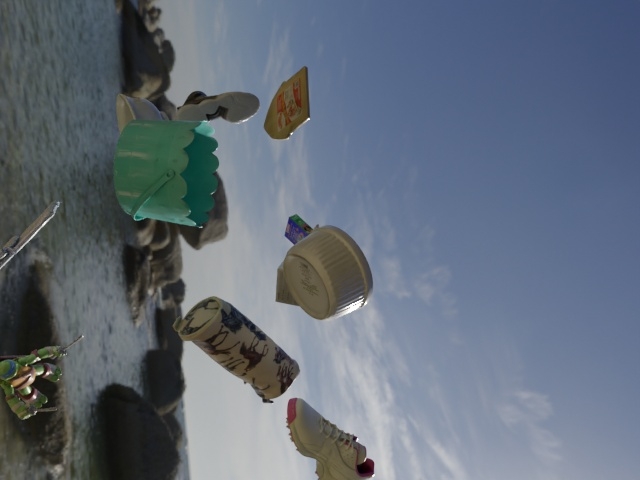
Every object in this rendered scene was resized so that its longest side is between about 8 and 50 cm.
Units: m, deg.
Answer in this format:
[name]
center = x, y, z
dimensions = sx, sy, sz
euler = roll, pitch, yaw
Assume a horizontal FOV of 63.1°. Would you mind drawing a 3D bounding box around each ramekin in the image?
[ramekin]
center = 0.008, 0.080, 1.160
dimensions = 0.207, 0.109, 0.207
euler = 36, -40, 37

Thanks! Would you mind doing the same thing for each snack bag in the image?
[snack bag]
center = -0.890, 0.015, 1.508
dimensions = 0.037, 0.343, 0.323
euler = 45, -11, -23

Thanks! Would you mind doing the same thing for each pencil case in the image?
[pencil case]
center = -0.250, 0.335, 1.597
dimensions = 0.410, 0.183, 0.160
euler = 48, 20, -32

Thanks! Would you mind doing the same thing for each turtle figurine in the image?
[turtle figurine]
center = -0.813, 0.418, 1.530
dimensions = 0.266, 0.274, 0.198
euler = 120, -40, -64

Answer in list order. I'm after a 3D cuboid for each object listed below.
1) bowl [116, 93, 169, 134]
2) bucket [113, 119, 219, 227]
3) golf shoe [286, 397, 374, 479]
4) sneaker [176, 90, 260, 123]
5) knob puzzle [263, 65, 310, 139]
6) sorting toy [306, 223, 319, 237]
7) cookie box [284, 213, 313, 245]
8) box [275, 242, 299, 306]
[bowl]
center = -0.597, -0.367, 1.811
dimensions = 0.298, 0.134, 0.298
euler = 39, -42, 46
[bucket]
center = -0.376, -0.170, 1.300
dimensions = 0.281, 0.182, 0.282
euler = 6, 90, -86
[golf shoe]
center = 0.026, 0.473, 1.232
dimensions = 0.115, 0.140, 0.306
euler = -84, 149, -58
[sneaker]
center = -0.339, -0.442, 1.698
dimensions = 0.153, 0.268, 0.101
euler = -122, -160, -53
[knob puzzle]
center = -0.090, -0.358, 1.444
dimensions = 0.213, 0.029, 0.213
euler = -21, -118, 45
[sorting toy]
center = 0.000, 0.000, 1.520
dimensions = 0.083, 0.075, 0.045
euler = -50, -179, 35
[cookie box]
center = -0.075, -0.026, 1.862
dimensions = 0.107, 0.040, 0.092
euler = 42, -45, 27
[box]
center = -0.053, 0.100, 1.558
dimensions = 0.203, 0.103, 0.114
euler = -57, 155, -64
